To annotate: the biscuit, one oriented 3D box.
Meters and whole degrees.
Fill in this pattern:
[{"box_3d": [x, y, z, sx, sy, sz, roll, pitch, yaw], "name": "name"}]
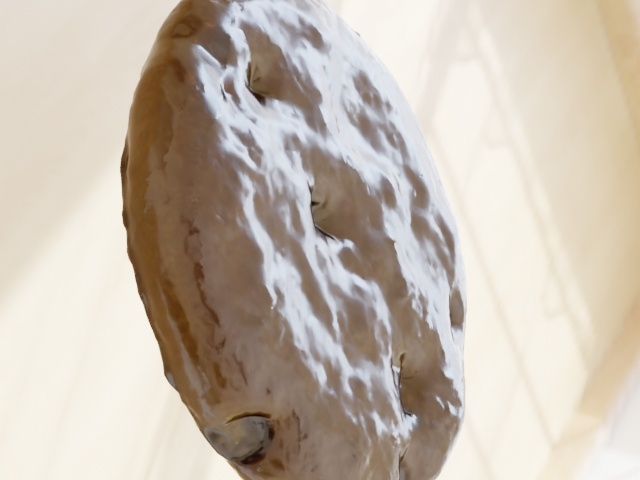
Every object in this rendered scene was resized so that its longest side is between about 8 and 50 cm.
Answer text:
[{"box_3d": [0.000, 0.000, 0.632, 0.212, 0.036, 0.212, 30, 52, -49], "name": "biscuit"}]
